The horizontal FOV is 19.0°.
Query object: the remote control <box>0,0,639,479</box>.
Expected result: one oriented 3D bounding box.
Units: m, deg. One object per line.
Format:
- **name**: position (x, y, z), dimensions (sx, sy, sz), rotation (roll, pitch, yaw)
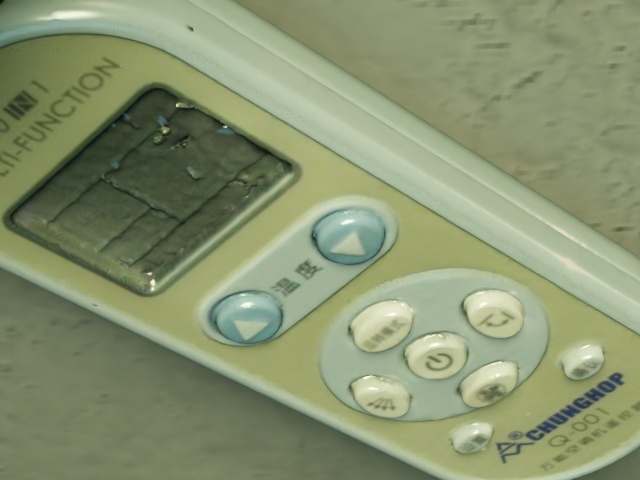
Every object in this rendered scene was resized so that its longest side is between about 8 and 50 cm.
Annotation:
- **remote control**: position (0.000, 0.000, 0.484), dimensions (0.244, 0.047, 0.087), rotation (30, 128, -35)
